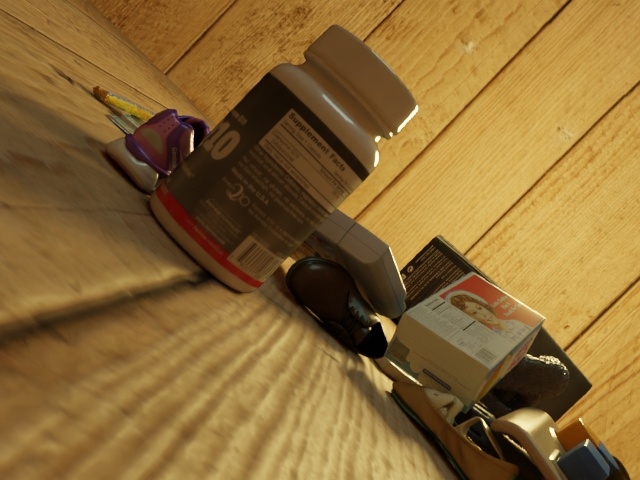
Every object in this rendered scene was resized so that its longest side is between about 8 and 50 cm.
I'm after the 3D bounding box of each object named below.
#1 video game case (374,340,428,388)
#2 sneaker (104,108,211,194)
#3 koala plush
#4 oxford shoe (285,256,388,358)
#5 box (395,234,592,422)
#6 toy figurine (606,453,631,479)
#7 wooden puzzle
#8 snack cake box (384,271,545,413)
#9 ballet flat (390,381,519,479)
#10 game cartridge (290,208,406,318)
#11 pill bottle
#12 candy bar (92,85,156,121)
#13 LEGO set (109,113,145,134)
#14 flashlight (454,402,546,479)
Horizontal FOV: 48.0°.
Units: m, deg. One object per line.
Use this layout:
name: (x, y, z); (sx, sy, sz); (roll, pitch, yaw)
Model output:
video game case: (0.131, 0.215, 1.292); (0.201, 0.023, 0.183); (42, 4, -36)
sneaker: (-0.172, -0.104, 0.912); (0.095, 0.104, 0.236); (44, 2, 11)
koala plush: (0.315, 0.267, 1.358); (0.203, 0.196, 0.221); (26, 0, -2)
oxford shoe: (0.037, 0.102, 1.065); (0.227, 0.083, 0.096); (42, 6, -36)
box: (0.498, 0.306, 2.205); (0.480, 0.297, 0.472); (42, 3, -39)
toy figurine: (0.491, 0.522, 1.309); (0.362, 0.191, 0.217); (44, -25, -27)
wooden puzzle: (0.400, 0.363, 0.995); (0.347, 0.080, 0.322); (51, 12, 22)
snack cake box: (0.236, 0.152, 1.147); (0.152, 0.089, 0.264); (33, 28, 25)
ballet flat: (0.186, 0.258, 0.991); (0.080, 0.073, 0.232); (38, 6, -45)
game cartridge: (0.000, 0.000, 1.160); (0.297, 0.062, 0.198); (31, -15, 34)
pill bottle: (-0.039, -0.092, 0.806); (0.161, 0.283, 0.161); (44, 3, -3)
candy bar: (-0.304, -0.214, 1.173); (0.040, 0.018, 0.161); (34, 7, 32)
LEGO set: (-0.212, -0.132, 1.158); (0.244, 0.060, 0.182); (41, 5, -8)
flashlight: (0.300, 0.341, 1.163); (0.304, 0.103, 0.103); (40, -35, -25)
